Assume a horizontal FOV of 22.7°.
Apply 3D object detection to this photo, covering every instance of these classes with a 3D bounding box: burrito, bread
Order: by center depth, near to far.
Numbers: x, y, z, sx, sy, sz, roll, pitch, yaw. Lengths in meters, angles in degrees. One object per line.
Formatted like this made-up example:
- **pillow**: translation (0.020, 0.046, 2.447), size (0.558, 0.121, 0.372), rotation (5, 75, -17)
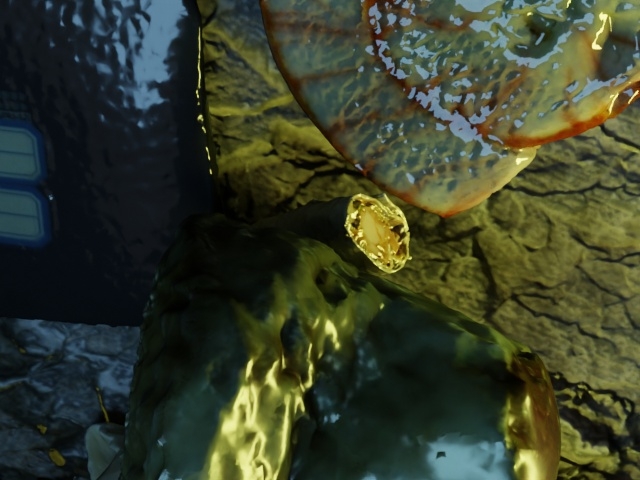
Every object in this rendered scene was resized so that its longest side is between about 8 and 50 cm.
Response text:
- **bread**: translation (0.113, -0.195, 1.173), size (0.327, 0.114, 0.295), rotation (-33, 108, 29)
- **burrito**: translation (0.000, 0.000, 1.301), size (0.087, 0.060, 0.226), rotation (25, 163, -25)

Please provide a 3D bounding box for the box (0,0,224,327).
- **box**: translation (-0.255, -0.092, 1.343), size (0.359, 0.091, 0.350), rotation (4, 121, 12)

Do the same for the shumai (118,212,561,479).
- **shumai**: translation (0.011, 0.156, 1.184), size (0.323, 0.397, 0.324), rotation (8, 86, -3)

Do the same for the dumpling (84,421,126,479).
- **dumpling**: translation (-0.158, 0.311, 1.496), size (0.175, 0.243, 0.227), rotation (12, 130, -9)
